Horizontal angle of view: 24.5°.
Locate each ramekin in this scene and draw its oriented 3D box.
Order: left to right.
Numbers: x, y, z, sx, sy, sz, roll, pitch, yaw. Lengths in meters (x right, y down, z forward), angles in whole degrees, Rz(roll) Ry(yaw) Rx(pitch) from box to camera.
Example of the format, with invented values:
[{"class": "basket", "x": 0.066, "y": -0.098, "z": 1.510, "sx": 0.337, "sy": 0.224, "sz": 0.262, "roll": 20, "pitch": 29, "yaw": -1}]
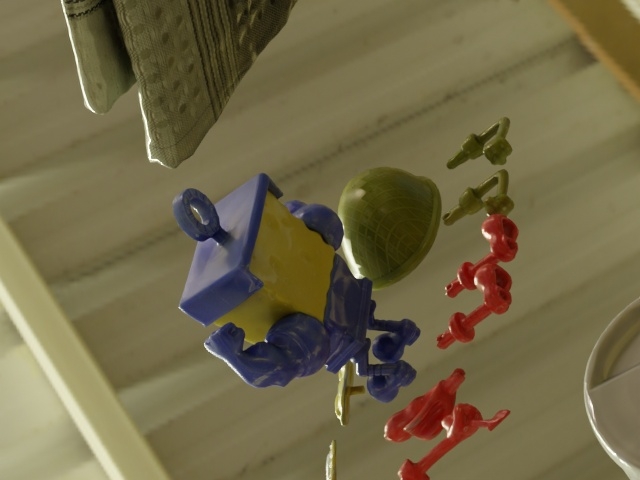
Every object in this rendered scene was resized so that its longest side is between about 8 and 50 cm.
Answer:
[{"class": "ramekin", "x": 0.401, "y": 0.161, "z": 1.431, "sx": 0.273, "sy": 0.127, "sz": 0.273, "roll": -16, "pitch": -139, "yaw": 15}]

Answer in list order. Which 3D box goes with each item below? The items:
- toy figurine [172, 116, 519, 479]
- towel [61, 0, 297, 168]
[{"class": "toy figurine", "x": 0.000, "y": 0.000, "z": 1.056, "sx": 0.217, "sy": 0.191, "sz": 0.362, "roll": 34, "pitch": -141, "yaw": -20}, {"class": "towel", "x": -0.070, "y": -0.250, "z": 0.876, "sx": 0.056, "sy": 0.324, "sz": 0.312, "roll": 10, "pitch": -134, "yaw": 23}]
